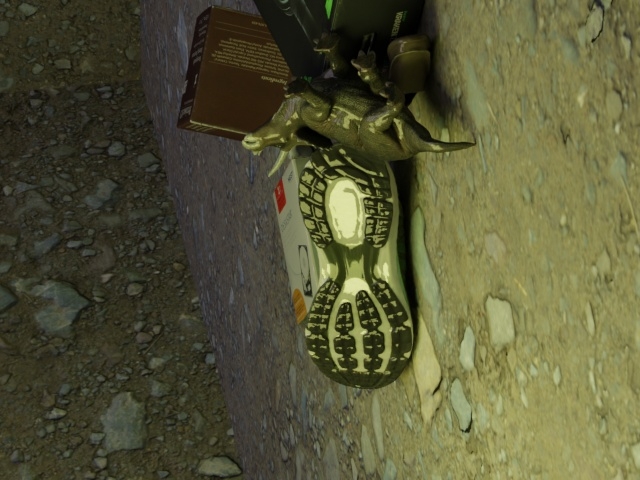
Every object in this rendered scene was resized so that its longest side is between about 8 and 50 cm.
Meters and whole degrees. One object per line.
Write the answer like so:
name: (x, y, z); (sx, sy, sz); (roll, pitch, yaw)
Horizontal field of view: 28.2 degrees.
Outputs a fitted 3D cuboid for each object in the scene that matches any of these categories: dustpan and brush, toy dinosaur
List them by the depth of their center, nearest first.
toy dinosaur: (0.053, -0.155, 1.556); (0.160, 0.313, 0.121); (62, -139, -56)
dustpan and brush: (-0.039, -0.133, 2.188); (0.211, 0.060, 0.147); (104, 154, -56)

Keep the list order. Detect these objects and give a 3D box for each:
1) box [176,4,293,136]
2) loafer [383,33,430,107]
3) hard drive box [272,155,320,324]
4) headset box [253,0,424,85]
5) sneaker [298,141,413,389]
box: (-0.139, -0.280, 2.193); (0.168, 0.167, 0.203); (-173, 94, -75)
loafer: (0.110, -0.208, 1.577); (0.148, 0.056, 0.050); (93, 165, -72)
hard drive box: (0.000, 0.000, 2.047); (0.181, 0.089, 0.232); (124, 137, -69)
headset box: (0.017, -0.336, 1.648); (0.246, 0.131, 0.283); (105, 144, -56)
sneaker: (0.069, 0.022, 1.790); (0.182, 0.158, 0.410); (-61, -26, -57)
